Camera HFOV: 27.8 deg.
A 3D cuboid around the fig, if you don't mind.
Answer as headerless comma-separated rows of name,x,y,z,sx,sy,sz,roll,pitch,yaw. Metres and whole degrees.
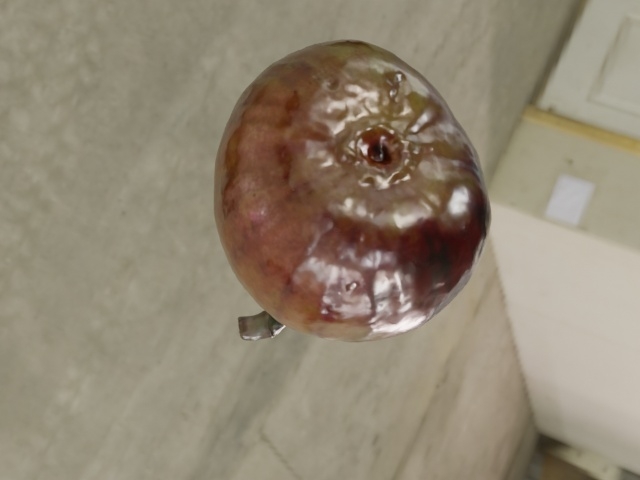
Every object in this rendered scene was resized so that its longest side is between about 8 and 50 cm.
fig,0.020,-0.007,0.716,0.148,0.149,0.202,-34,138,-13
